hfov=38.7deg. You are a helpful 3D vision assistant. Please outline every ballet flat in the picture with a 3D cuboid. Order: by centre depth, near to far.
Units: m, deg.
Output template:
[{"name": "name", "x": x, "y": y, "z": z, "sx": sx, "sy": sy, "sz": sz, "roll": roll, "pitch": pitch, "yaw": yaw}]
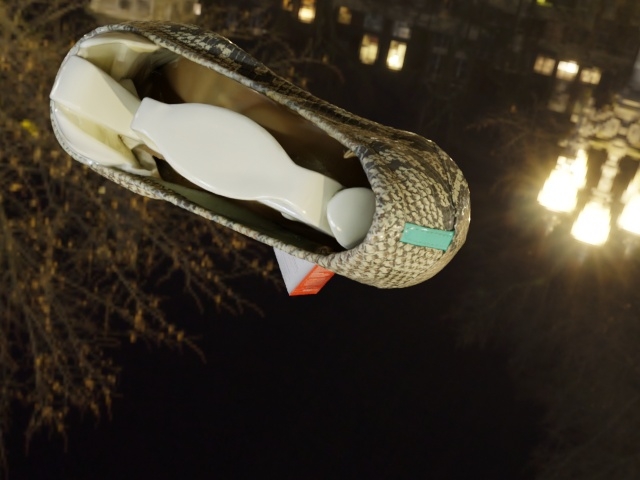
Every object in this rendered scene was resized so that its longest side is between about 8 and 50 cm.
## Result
[{"name": "ballet flat", "x": -0.107, "y": -0.095, "z": 0.765, "sx": 0.483, "sy": 0.164, "sz": 0.182, "roll": 25, "pitch": -170, "yaw": 30}]

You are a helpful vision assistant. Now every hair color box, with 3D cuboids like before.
[{"name": "hair color box", "x": 0.000, "y": 0.000, "z": 1.075, "sx": 0.043, "sy": 0.141, "sz": 0.072, "roll": -2, "pitch": -120, "yaw": -33}]
